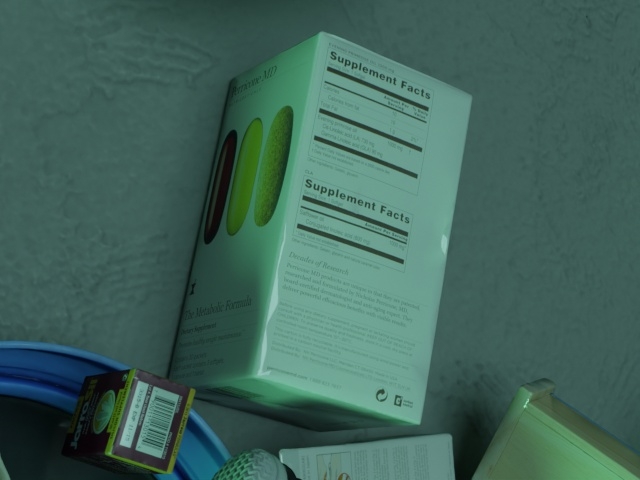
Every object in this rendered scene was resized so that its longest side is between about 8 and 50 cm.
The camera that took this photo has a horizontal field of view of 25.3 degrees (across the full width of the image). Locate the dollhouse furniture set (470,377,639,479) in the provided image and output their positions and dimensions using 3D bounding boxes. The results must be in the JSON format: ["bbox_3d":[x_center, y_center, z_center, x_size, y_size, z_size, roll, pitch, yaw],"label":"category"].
[{"bbox_3d":[0.260,0.245,1.158,0.303,0.198,0.286,-5,125,-55],"label":"dollhouse furniture set"}]

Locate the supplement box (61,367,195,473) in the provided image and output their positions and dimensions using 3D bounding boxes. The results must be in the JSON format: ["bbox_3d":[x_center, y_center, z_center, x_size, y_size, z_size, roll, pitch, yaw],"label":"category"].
[{"bbox_3d":[-0.117,0.110,0.863,0.043,0.083,0.055,23,71,-25],"label":"supplement box"}]

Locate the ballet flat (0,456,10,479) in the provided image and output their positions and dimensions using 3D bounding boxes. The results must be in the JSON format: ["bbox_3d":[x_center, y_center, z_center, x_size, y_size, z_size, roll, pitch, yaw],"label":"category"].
[{"bbox_3d":[-0.234,0.094,0.792,0.123,0.123,0.348,-14,88,-32],"label":"ballet flat"}]

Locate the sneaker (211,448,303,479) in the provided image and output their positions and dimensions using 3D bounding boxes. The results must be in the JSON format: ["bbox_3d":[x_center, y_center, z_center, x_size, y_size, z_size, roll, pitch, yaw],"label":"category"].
[{"bbox_3d":[-0.027,0.274,0.872,0.153,0.101,0.268,25,67,-18],"label":"sneaker"}]

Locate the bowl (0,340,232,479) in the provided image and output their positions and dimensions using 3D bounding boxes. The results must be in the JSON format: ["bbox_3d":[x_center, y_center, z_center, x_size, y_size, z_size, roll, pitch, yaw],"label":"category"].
[{"bbox_3d":[-0.204,0.257,0.880,0.391,0.077,0.391,6,79,-30],"label":"bowl"}]

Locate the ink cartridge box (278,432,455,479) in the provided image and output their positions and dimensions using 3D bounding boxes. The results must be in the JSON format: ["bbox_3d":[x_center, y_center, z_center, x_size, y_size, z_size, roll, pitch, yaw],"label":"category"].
[{"bbox_3d":[0.030,0.216,1.024,0.179,0.045,0.145,2,80,-42],"label":"ink cartridge box"}]

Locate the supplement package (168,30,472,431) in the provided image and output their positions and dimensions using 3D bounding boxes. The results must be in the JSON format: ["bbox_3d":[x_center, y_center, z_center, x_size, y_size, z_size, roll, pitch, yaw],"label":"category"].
[{"bbox_3d":[0.000,0.000,1.009,0.134,0.139,0.244,19,71,-28],"label":"supplement package"}]
